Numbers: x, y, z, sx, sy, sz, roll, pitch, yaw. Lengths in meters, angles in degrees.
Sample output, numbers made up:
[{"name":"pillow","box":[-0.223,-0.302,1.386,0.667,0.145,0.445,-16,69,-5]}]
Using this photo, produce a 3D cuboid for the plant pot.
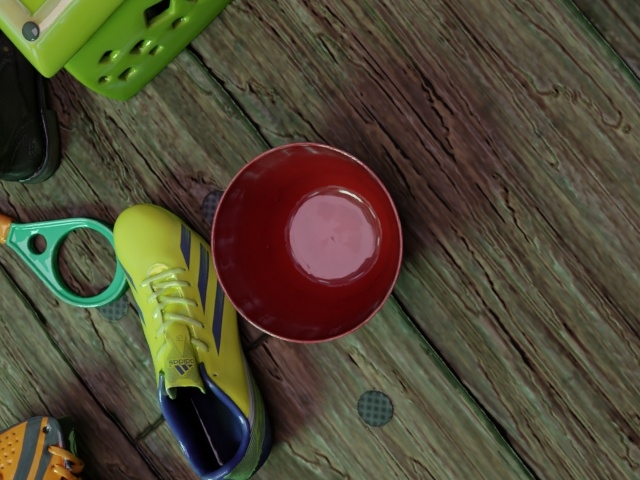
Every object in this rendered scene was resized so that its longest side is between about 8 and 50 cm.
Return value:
[{"name":"plant pot","box":[-0.217,-0.283,1.181,0.228,0.207,0.227,-43,82,16]}]

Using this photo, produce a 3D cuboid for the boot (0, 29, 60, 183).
[{"name":"boot","box":[-0.346,-0.156,1.216,0.091,0.229,0.263,-20,88,17]}]

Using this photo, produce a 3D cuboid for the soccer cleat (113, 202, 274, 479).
[{"name":"soccer cleat","box":[-0.127,0.096,1.226,0.093,0.121,0.289,-24,87,17]}]

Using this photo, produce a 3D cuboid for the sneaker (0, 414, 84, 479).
[{"name":"sneaker","box":[-0.226,0.263,1.268,0.321,0.124,0.180,3,71,-3]}]

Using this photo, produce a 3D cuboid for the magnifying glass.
[{"name":"magnifying glass","box":[-0.298,0.000,1.321,0.231,0.026,0.092,21,100,15]}]

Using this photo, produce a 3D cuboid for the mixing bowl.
[{"name":"mixing bowl","box":[0.000,0.000,1.192,0.181,0.098,0.181,1,94,17]}]
